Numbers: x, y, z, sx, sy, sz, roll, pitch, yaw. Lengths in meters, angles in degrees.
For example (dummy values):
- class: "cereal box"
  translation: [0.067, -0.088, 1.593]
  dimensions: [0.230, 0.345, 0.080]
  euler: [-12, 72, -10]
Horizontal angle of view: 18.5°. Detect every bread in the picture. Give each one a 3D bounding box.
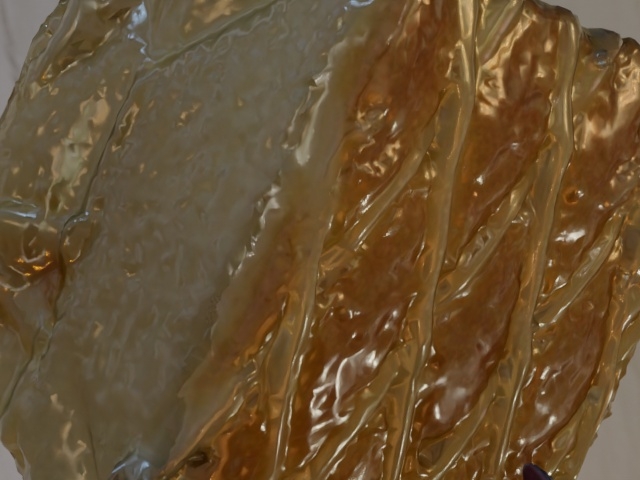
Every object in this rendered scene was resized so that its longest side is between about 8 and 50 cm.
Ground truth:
- class: "bread"
  translation: [0.000, 0.000, 1.152]
  dimensions: [0.371, 0.279, 0.390]
  euler: [16, 98, -47]

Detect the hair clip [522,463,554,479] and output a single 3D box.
- class: "hair clip"
  translation: [0.135, 0.168, 0.968]
  dimensions: [0.022, 0.054, 0.137]
  euler: [-35, 110, -4]
